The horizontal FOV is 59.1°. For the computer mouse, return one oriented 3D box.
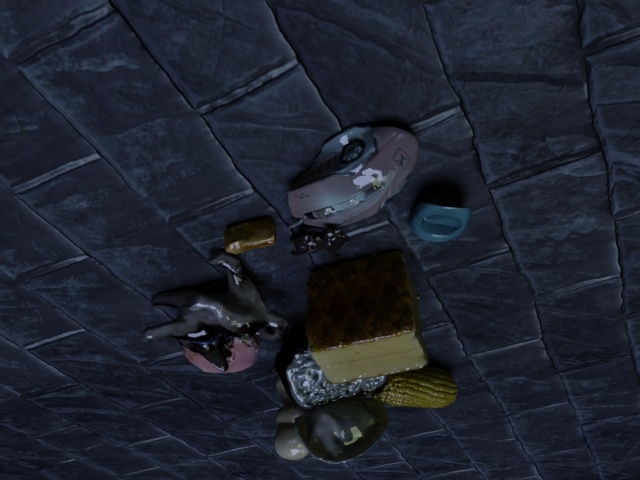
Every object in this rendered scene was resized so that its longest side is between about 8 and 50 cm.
[{"bbox_3d":[0.054,-0.112,1.252,0.389,0.114,0.199,-35,125,30],"label":"computer mouse"}]

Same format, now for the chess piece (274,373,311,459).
[{"bbox_3d":[-0.081,0.551,1.821,0.167,0.299,0.167,5,142,4],"label":"chess piece"}]

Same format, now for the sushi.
[{"bbox_3d":[0.036,0.349,1.699,0.349,0.207,0.234,-5,103,-13],"label":"sushi"}]

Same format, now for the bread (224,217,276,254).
[{"bbox_3d":[-0.171,-0.011,1.382,0.132,0.074,0.053,-12,148,13],"label":"bread"}]

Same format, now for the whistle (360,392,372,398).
[{"bbox_3d":[0.089,0.527,1.917,0.189,0.189,0.347,6,149,-9],"label":"whistle"}]

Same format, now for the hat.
[{"bbox_3d":[0.290,-0.065,1.344,0.138,0.077,0.191,9,156,-1],"label":"hat"}]

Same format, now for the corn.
[{"bbox_3d":[0.311,0.475,1.845,0.387,0.143,0.144,20,135,-40],"label":"corn"}]

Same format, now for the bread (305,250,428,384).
[{"bbox_3d":[0.118,0.200,1.482,0.279,0.279,0.207,-12,139,15],"label":"bread"}]

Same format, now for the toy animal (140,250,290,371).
[{"bbox_3d":[-0.278,0.229,1.552,0.344,0.194,0.303,-31,125,35],"label":"toy animal"}]

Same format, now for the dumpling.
[{"bbox_3d":[0.072,0.551,1.673,0.243,0.227,0.175,-38,120,1],"label":"dumpling"}]

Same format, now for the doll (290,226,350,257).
[{"bbox_3d":[0.000,0.000,1.371,0.139,0.057,0.165,4,163,-7],"label":"doll"}]

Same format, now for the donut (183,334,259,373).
[{"bbox_3d":[-0.297,0.334,1.744,0.233,0.085,0.199,-9,137,7],"label":"donut"}]
